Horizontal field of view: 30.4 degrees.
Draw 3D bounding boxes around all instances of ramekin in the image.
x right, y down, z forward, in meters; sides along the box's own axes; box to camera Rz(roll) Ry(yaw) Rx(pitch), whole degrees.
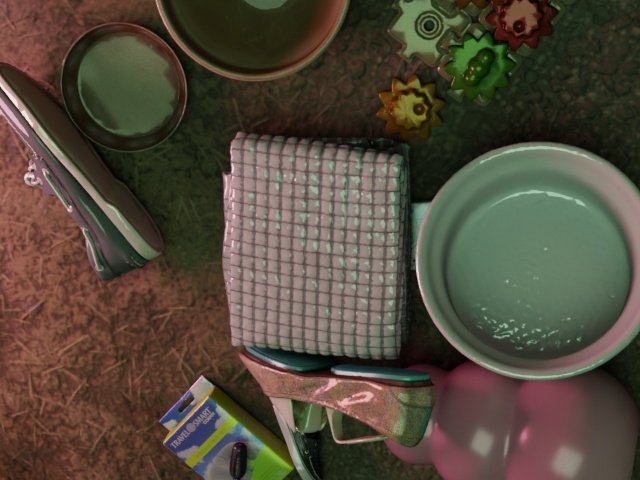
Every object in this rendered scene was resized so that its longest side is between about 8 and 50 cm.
[{"bbox_3d":[0.258,0.033,1.397,0.277,0.135,0.277,-2,78,10],"label":"ramekin"}]

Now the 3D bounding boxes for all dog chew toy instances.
[{"bbox_3d":[0.230,0.239,1.495,0.332,0.206,0.206,10,110,15],"label":"dog chew toy"}]

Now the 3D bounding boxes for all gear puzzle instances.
[{"bbox_3d":[0.176,-0.260,1.410,0.175,0.044,0.339,38,110,-4],"label":"gear puzzle"}]

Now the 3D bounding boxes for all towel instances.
[{"bbox_3d":[0.000,0.000,1.480,0.235,0.121,0.283,5,109,17],"label":"towel"}]

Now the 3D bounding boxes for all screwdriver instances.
[{"bbox_3d":[-0.115,0.354,1.635,0.025,0.024,0.170,-8,118,-20],"label":"screwdriver"}]

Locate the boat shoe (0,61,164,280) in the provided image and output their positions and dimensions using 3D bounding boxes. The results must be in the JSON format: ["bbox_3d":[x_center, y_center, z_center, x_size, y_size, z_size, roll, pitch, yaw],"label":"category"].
[{"bbox_3d":[-0.336,-0.083,1.518,0.099,0.116,0.319,-35,105,14],"label":"boat shoe"}]

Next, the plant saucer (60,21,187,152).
[{"bbox_3d":[-0.249,-0.198,1.510,0.168,0.029,0.168,3,109,9],"label":"plant saucer"}]

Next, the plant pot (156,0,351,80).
[{"bbox_3d":[-0.073,-0.315,1.399,0.237,0.110,0.237,3,108,8],"label":"plant pot"}]

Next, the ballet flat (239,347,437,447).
[{"bbox_3d":[0.008,0.199,1.490,0.316,0.107,0.106,7,97,46],"label":"ballet flat"}]

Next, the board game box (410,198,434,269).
[{"bbox_3d":[0.143,-0.009,1.512,0.090,0.020,0.090,-4,107,11],"label":"board game box"}]

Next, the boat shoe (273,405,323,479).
[{"bbox_3d":[-0.022,0.275,1.620,0.040,0.049,0.142,-19,102,14],"label":"boat shoe"}]

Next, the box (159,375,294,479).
[{"bbox_3d":[-0.133,0.286,1.646,0.178,0.042,0.109,41,109,-6],"label":"box"}]
